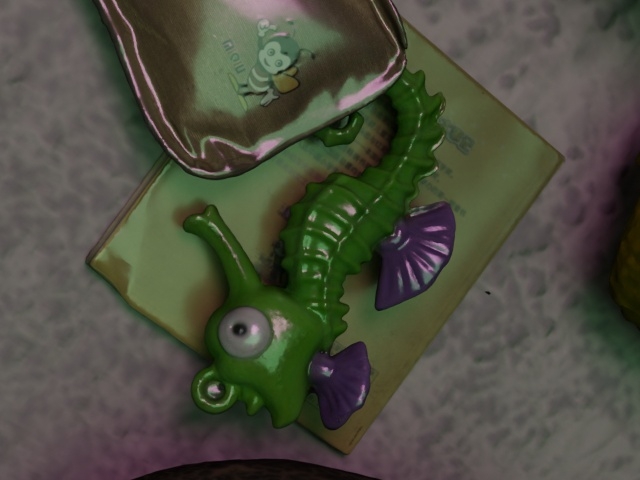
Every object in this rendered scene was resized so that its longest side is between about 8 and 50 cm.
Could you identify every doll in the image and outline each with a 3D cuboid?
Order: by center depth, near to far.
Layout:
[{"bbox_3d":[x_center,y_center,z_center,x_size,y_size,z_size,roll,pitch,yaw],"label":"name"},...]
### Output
[{"bbox_3d":[0.000,0.000,0.538,0.115,0.050,0.190,34,80,-8],"label":"doll"}]

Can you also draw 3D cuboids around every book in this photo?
[{"bbox_3d":[0.007,-0.015,0.568,0.168,0.013,0.192,38,87,-17],"label":"book"}]

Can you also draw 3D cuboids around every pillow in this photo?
[{"bbox_3d":[-0.059,-0.140,0.513,0.130,0.033,0.218,-29,94,-8],"label":"pillow"}]

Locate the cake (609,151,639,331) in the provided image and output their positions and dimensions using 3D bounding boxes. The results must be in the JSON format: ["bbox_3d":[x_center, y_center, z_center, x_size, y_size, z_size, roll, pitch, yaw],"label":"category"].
[{"bbox_3d":[0.277,0.012,0.572,0.260,0.156,0.179,38,71,-21],"label":"cake"}]

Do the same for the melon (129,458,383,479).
[{"bbox_3d":[0.004,0.220,0.479,0.329,0.248,0.249,18,93,-15],"label":"melon"}]
